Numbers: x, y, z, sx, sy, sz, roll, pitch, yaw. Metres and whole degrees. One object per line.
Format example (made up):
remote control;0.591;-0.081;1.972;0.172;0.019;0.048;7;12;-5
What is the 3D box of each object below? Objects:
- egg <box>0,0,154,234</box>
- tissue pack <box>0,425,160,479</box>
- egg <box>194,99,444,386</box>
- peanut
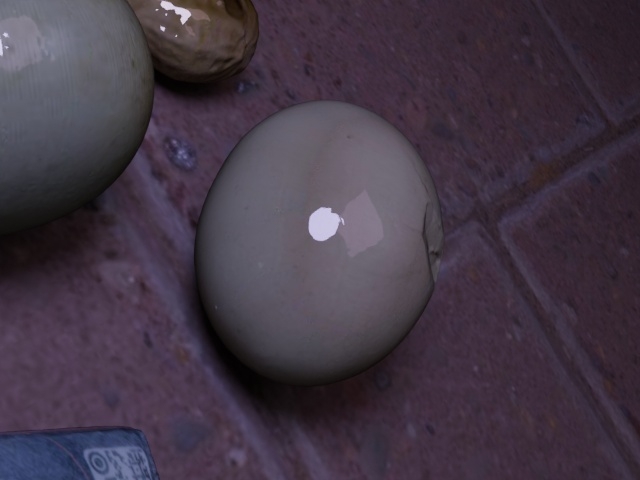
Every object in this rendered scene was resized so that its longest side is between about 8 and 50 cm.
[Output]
egg;-0.259;-0.106;0.729;0.295;0.218;0.218;-20;79;-37
tissue pack;-0.191;0.225;0.594;0.316;0.103;0.228;16;50;-62
egg;0.000;0.000;0.914;0.219;0.219;0.269;33;62;-26
peanut;-0.162;-0.219;0.988;0.236;0.110;0.120;11;70;-39
